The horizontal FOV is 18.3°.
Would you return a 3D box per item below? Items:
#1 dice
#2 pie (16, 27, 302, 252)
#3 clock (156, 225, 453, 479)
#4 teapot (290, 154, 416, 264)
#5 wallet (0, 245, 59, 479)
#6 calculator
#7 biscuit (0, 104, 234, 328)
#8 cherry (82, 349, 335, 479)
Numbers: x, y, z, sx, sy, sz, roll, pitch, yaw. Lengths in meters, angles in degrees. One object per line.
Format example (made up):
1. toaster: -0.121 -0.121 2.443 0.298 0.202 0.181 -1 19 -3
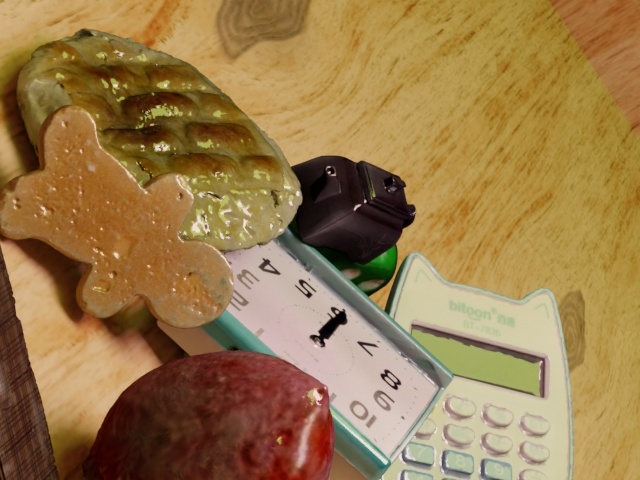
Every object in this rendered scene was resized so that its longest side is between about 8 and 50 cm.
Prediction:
1. dice: 0.000 0.000 2.171 0.128 0.120 0.131 21 45 -56
2. pie: -0.160 -0.097 1.934 0.306 0.071 0.306 23 33 -16
3. clock: -0.022 0.122 1.955 0.262 0.116 0.231 41 29 3
4. teapot: 0.042 -0.042 2.041 0.177 0.096 0.087 23 47 -52
5. wallet: -0.255 0.107 1.539 0.124 0.042 0.230 -54 135 -74
6. calculator: 0.162 0.216 2.145 0.256 0.054 0.386 15 61 -26
7. biscuit: -0.180 -0.004 1.799 0.234 0.153 0.030 35 -6 -17
8. cherry: -0.081 0.184 1.637 0.175 0.249 0.192 26 36 -36
